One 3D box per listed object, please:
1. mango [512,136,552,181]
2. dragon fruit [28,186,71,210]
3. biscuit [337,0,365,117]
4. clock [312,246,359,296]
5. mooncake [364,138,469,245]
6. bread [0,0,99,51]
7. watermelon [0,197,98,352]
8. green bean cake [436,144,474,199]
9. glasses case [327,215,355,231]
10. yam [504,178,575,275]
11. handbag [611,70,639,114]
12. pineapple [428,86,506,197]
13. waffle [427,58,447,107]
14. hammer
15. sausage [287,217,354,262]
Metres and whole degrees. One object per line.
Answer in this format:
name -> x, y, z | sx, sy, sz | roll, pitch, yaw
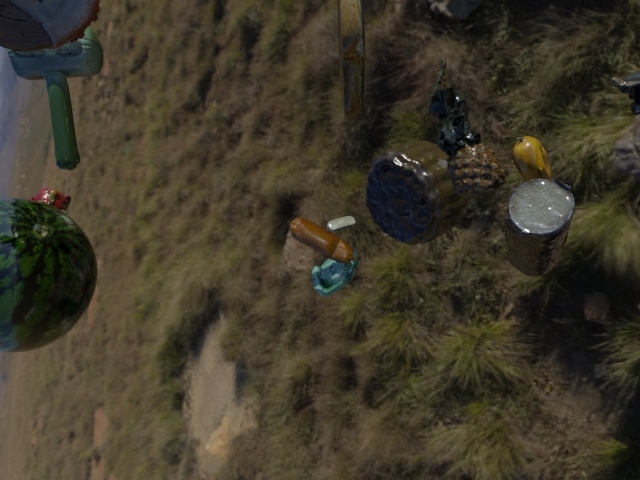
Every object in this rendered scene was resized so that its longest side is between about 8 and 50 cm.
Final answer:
mango -> 0.528, -0.187, 1.265 | 0.066, 0.187, 0.101 | -15, 48, 42
dragon fruit -> -0.855, -0.133, 1.624 | 0.112, 0.126, 0.068 | 9, 90, 30
biscuit -> 0.073, -0.426, 1.178 | 0.344, 0.057, 0.288 | 78, -172, -75
clock -> 0.043, 0.074, 1.267 | 0.135, 0.041, 0.101 | -34, 28, 12
mooncake -> 0.294, -0.145, 1.624 | 0.324, 0.187, 0.324 | 32, 136, 38
bread -> -0.383, -0.350, 0.638 | 0.142, 0.224, 0.212 | -138, 36, -57
watermelon -> -0.561, 0.064, 0.946 | 0.285, 0.284, 0.286 | -13, 75, 57
green bean cake -> 0.467, -0.237, 1.818 | 0.227, 0.222, 0.125 | 122, 163, -49
glasses case -> 0.057, -0.046, 1.398 | 0.032, 0.083, 0.021 | 58, 151, 28
yam -> 0.448, -0.018, 1.071 | 0.130, 0.280, 0.131 | -7, 67, 16
handbag -> 0.896, -0.393, 1.297 | 0.268, 0.325, 0.119 | -7, 99, 32
pineapple -> 0.293, -0.207, 1.061 | 0.119, 0.111, 0.238 | 26, -137, -81
waffle -> 0.399, -0.533, 1.753 | 0.023, 0.153, 0.097 | 33, 72, 27
hammer -> -0.618, -0.338, 1.229 | 0.119, 0.206, 0.336 | -106, 12, -82
sausage -> 0.000, 0.000, 1.211 | 0.062, 0.183, 0.054 | -67, 13, -21
